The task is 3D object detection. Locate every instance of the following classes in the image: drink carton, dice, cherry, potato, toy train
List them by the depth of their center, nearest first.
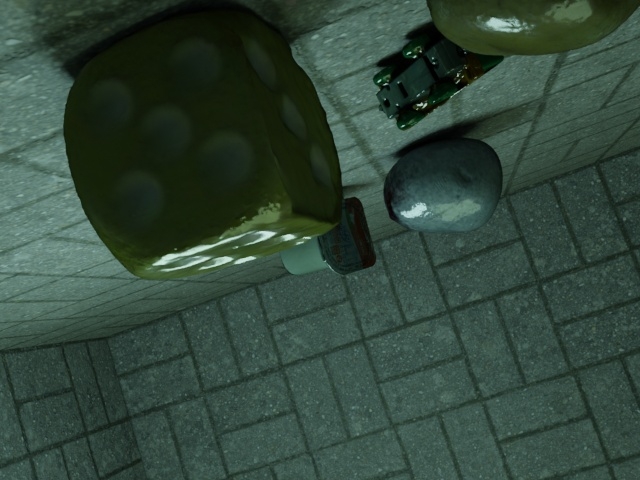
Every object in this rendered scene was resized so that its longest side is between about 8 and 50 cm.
[{"bbox_3d":[0.214,-0.262,0.713,0.178,0.160,0.235,35,155,-32],"label":"potato"},{"bbox_3d":[-0.120,-0.094,0.787,0.227,0.233,0.238,-20,172,16],"label":"dice"},{"bbox_3d":[0.165,-0.236,1.011,0.136,0.091,0.228,-26,177,-29],"label":"toy train"},{"bbox_3d":[0.286,-0.121,1.624,0.296,0.218,0.255,-9,175,-25],"label":"cherry"},{"bbox_3d":[0.000,0.000,1.806,0.190,0.185,0.191,-9,-175,44],"label":"drink carton"}]

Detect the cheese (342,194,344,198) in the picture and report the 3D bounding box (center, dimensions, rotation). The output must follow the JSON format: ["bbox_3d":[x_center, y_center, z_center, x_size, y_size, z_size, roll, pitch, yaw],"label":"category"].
[{"bbox_3d":[-0.127,-0.048,1.841,0.400,0.034,0.085,-21,172,18],"label":"cheese"}]
